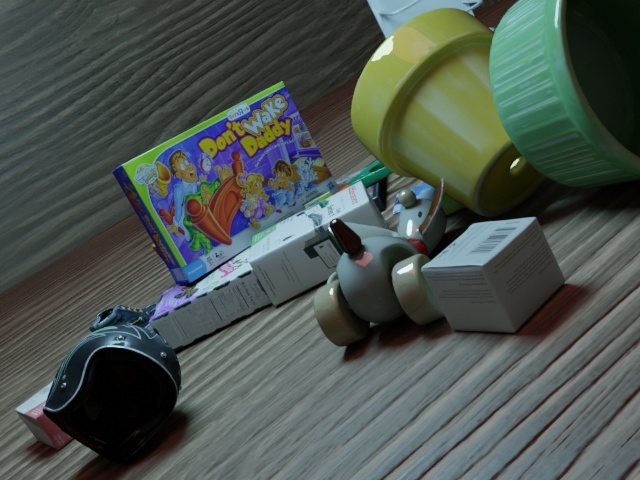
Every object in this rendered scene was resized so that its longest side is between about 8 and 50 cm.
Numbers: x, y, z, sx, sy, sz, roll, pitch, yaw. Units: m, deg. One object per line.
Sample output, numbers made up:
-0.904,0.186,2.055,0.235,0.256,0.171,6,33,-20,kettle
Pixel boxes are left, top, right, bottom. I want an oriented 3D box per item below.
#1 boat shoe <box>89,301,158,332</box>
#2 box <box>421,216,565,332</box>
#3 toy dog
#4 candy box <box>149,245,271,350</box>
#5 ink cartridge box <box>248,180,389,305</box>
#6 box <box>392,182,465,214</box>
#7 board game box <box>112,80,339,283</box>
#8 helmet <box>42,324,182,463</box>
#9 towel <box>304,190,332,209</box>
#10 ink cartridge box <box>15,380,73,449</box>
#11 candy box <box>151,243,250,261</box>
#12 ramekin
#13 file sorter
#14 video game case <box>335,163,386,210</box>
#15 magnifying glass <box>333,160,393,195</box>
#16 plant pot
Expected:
-0.357,0.146,1.550,0.065,0.083,0.183,-21,17,28,boat shoe
0.190,0.038,0.908,0.101,0.087,0.102,-37,16,-30,box
0.080,0.001,1.090,0.220,0.160,0.333,-27,15,6,toy dog
-0.182,0.096,1.422,0.196,0.070,0.165,-27,14,5,candy box
0.000,0.000,1.371,0.220,0.092,0.160,-28,15,5,ink cartridge box
0.209,-0.078,1.345,0.178,0.042,0.109,-23,16,17,box
-0.165,-0.108,1.503,0.347,0.233,0.078,-33,11,-25,board game box
-0.266,0.191,1.086,0.169,0.169,0.161,-8,42,54,helmet
0.015,-0.043,1.520,0.060,0.083,0.009,-30,-5,-9,towel
-0.367,0.235,1.306,0.198,0.067,0.115,-39,18,-30,ink cartridge box
-0.170,-0.052,1.697,0.317,0.122,0.268,-44,15,-20,candy box
0.359,-0.210,1.043,0.303,0.303,0.148,-37,9,-30,ramekin
0.240,-0.457,1.719,0.193,0.277,0.173,-29,16,1,file sorter
0.015,-0.064,1.672,0.248,0.035,0.275,-25,15,13,video game case
0.078,-0.113,1.616,0.231,0.026,0.092,-31,15,-13,magnifying glass
0.212,-0.169,1.196,0.254,0.254,0.239,-32,55,-14,plant pot
